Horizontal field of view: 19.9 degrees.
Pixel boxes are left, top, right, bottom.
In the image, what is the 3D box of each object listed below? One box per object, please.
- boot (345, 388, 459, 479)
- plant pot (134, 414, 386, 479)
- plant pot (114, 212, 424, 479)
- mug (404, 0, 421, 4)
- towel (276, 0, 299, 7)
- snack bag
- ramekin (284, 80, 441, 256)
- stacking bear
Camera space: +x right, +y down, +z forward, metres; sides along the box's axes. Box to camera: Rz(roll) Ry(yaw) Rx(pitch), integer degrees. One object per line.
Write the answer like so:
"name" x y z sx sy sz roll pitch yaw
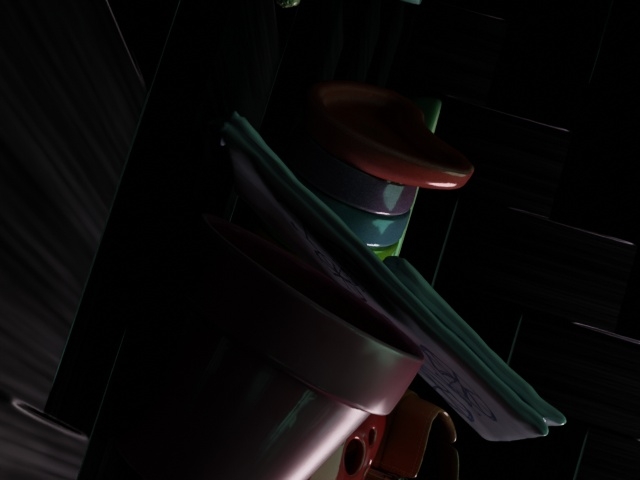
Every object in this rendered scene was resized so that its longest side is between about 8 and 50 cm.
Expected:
"boot" 0.015 0.134 1.696 0.109 0.220 0.283 -36 129 -33
"plant pot" -0.055 0.187 1.576 0.174 0.191 0.191 -64 171 -48
"plant pot" -0.052 0.106 1.356 0.180 0.201 0.201 -58 178 5
"mug" 0.078 -0.327 1.957 0.158 0.097 0.129 -45 151 -84
"towel" -0.007 -0.264 1.511 0.148 0.027 0.110 -71 177 -55
"snack bag" 0.047 0.038 1.480 0.037 0.342 0.323 -46 176 -5
"ramekin" 0.024 -0.033 2.056 0.303 0.148 0.303 17 90 -87
"stacking bear" 0.000 0.000 1.839 0.175 0.164 0.289 52 -56 47
